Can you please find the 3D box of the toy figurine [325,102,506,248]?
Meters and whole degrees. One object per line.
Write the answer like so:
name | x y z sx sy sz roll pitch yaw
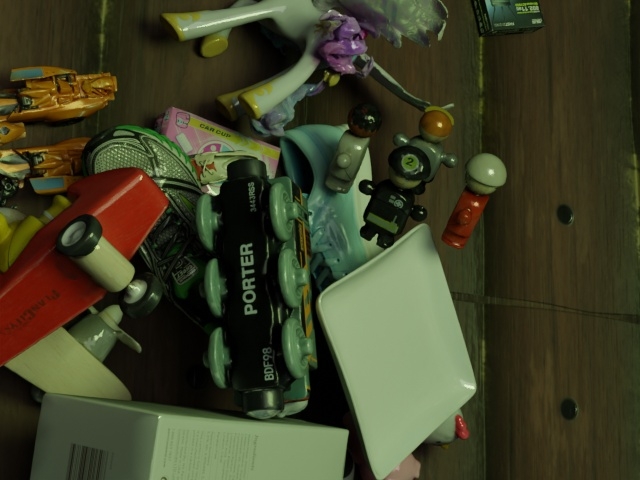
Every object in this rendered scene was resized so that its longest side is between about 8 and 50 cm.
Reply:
toy figurine | 0.129 -0.099 1.781 0.213 0.148 0.209 2 36 -30

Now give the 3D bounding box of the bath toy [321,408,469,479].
bath toy | 0.079 0.320 1.842 0.348 0.129 0.151 -29 132 -31

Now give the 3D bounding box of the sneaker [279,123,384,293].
sneaker | 0.000 0.000 1.875 0.150 0.135 0.365 2 67 -27

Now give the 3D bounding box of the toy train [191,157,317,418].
toy train | -0.070 0.065 1.631 0.142 0.190 0.333 -10 75 13

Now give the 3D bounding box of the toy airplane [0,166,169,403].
toy airplane | -0.400 0.067 1.582 0.384 0.272 0.386 0 122 -21

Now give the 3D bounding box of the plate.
plate | 0.102 0.149 1.776 0.277 0.045 0.278 -33 110 -46

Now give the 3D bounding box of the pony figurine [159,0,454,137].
pony figurine | 0.006 -0.303 1.854 0.363 0.303 0.351 -36 67 -18

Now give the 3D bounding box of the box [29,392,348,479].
box | -0.160 0.296 1.591 0.345 0.215 0.168 14 81 -49

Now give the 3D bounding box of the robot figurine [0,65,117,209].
robot figurine | -0.409 -0.143 1.700 0.291 0.085 0.211 -10 86 -30

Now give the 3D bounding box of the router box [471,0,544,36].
router box | 0.320 -0.402 2.186 0.122 0.038 0.092 -11 85 -30

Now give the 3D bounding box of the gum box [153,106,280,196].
gum box | -0.162 -0.109 1.841 0.188 0.062 0.107 20 71 -24

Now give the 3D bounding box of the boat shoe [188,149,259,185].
boat shoe | -0.152 -0.101 1.783 0.137 0.043 0.049 -9 86 -27

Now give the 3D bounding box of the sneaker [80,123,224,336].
sneaker | -0.190 -0.011 1.704 0.134 0.146 0.343 -36 112 5
